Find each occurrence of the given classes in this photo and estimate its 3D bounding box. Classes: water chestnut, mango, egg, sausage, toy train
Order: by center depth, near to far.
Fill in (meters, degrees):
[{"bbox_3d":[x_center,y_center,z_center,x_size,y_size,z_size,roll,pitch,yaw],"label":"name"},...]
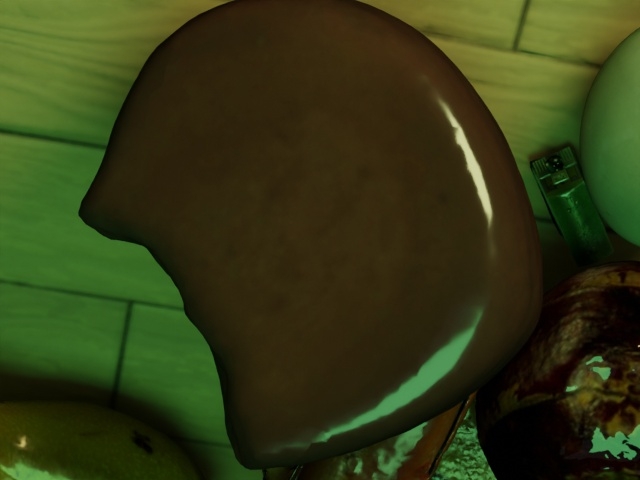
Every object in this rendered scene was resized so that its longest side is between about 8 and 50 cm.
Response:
[{"bbox_3d":[0.267,-0.079,1.306,0.149,0.149,0.192,5,130,-5],"label":"egg"},{"bbox_3d":[0.236,0.114,1.383,0.223,0.238,0.224,7,134,7],"label":"water chestnut"},{"bbox_3d":[0.198,-0.025,1.397,0.038,0.056,0.093,-23,125,9],"label":"toy train"},{"bbox_3d":[0.030,0.194,1.402,0.102,0.102,0.330,23,111,-16],"label":"sausage"},{"bbox_3d":[-0.220,0.208,1.514,0.294,0.120,0.177,29,127,-17],"label":"mango"}]

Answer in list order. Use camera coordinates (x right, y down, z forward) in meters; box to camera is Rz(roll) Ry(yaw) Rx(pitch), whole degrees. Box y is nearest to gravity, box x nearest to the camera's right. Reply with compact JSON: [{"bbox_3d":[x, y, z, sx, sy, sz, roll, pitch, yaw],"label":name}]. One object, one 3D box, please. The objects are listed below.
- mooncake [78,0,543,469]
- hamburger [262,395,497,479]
[{"bbox_3d":[0.000,0.000,1.265,0.325,0.174,0.334,24,96,13],"label":"mooncake"},{"bbox_3d":[0.058,0.164,1.497,0.230,0.107,0.231,1,121,2],"label":"hamburger"}]
